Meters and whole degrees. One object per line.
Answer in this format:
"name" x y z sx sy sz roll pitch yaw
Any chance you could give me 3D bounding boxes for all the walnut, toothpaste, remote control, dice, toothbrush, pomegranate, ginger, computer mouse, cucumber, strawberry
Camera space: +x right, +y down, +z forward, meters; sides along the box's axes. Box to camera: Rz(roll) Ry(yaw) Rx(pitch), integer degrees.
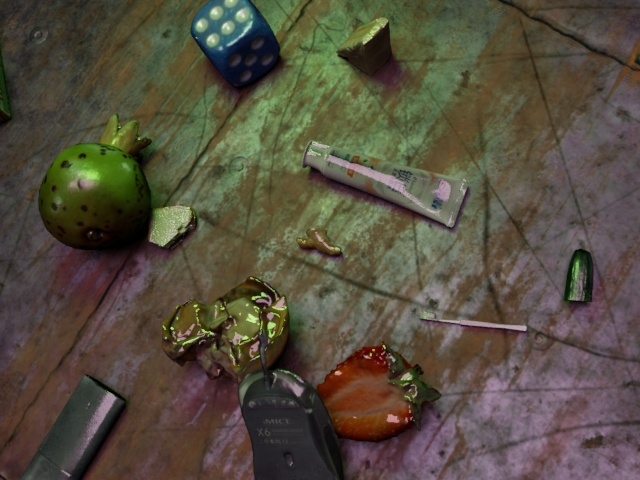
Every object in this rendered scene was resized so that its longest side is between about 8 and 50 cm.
"walnut" -0.157 0.177 1.352 0.238 0.141 0.204 14 54 25
"toothpaste" 0.122 -0.121 1.427 0.323 0.066 0.100 19 79 11
"remote control" -0.514 0.448 1.394 0.107 0.044 0.378 28 81 13
"dice" -0.180 -0.428 1.538 0.143 0.146 0.146 -38 66 1
"toothbrush" 0.278 0.151 1.333 0.194 0.014 0.017 7 75 14
"pomegranate" -0.446 -0.104 1.485 0.230 0.231 0.286 -5 31 10
"ginger" 0.000 -0.001 1.431 0.097 0.030 0.048 15 105 18
"computer mouse" -0.049 0.311 1.246 0.167 0.090 0.380 -4 111 22
"cucumber" 0.468 0.063 1.302 0.048 0.048 0.105 9 76 14
"strawberry" 0.085 0.288 1.297 0.228 0.098 0.174 -40 85 20

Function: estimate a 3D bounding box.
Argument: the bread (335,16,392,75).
"bread" 0.084 -0.415 1.476 0.105 0.152 0.077 41 84 15

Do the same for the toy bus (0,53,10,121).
"toy bus" -0.812 -0.461 1.705 0.093 0.092 0.409 -18 71 4

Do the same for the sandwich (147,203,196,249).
"sandwich" -0.306 -0.029 1.499 0.104 0.036 0.093 -11 71 7
